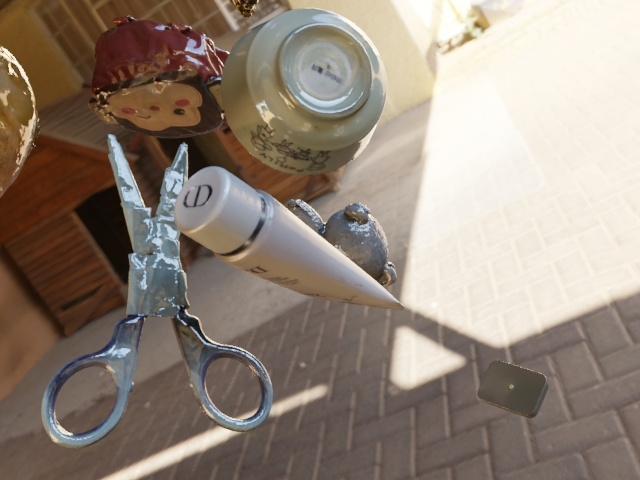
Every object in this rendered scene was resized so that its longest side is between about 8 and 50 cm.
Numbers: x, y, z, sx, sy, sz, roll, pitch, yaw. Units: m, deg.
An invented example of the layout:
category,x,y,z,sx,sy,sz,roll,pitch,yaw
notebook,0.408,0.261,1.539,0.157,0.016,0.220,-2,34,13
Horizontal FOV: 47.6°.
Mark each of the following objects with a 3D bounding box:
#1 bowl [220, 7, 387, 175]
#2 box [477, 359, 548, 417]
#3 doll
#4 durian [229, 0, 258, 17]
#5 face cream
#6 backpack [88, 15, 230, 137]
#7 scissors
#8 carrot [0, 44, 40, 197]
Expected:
category,x,y,z,sx,sy,sz,roll,pitch,yaw
bowl,-0.009,-0.189,0.879,0.211,0.211,0.112,-35,6,-16
box,0.380,0.293,1.425,0.126,0.031,0.091,11,66,43
doll,0.006,-0.004,1.610,0.341,0.245,0.158,5,41,40
durian,-0.124,-0.523,1.230,0.172,0.306,0.166,-21,39,-35
face cream,-0.035,0.017,0.855,0.143,0.314,0.089,1,68,40
backpack,-0.215,-0.226,1.063,0.229,0.138,0.229,1,-17,0
scissors,-0.201,0.045,0.865,0.256,0.383,0.029,-3,-18,-18
carrot,-0.487,-0.095,0.851,0.224,0.224,0.340,-19,40,47
